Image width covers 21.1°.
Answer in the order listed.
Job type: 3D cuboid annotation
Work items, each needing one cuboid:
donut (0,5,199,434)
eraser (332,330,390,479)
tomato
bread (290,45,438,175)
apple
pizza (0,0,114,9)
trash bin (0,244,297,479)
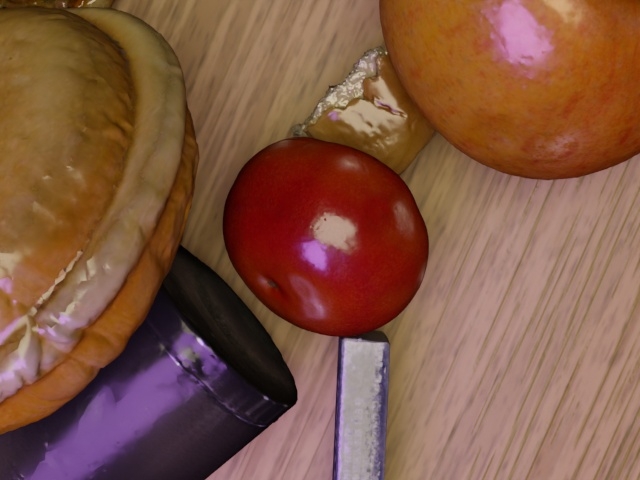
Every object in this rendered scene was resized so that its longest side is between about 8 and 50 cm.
[{"bbox_3d":[-0.291,-0.022,1.430,0.449,0.449,0.198,-45,130,3],"label":"donut"},{"bbox_3d":[0.035,0.189,1.579,0.046,0.092,0.212,2,94,-1],"label":"eraser"},{"bbox_3d":[0.000,0.000,1.518,0.195,0.195,0.136,44,60,-1],"label":"tomato"},{"bbox_3d":[0.048,-0.107,1.569,0.106,0.082,0.125,45,90,5],"label":"bread"},{"bbox_3d":[0.200,-0.207,1.453,0.299,0.275,0.299,4,74,-15],"label":"apple"},{"bbox_3d":[-0.233,-0.271,1.579,0.127,0.058,0.246,30,93,-1],"label":"pizza"},{"bbox_3d":[-0.196,0.162,1.516,0.301,0.252,0.203,-42,112,9],"label":"trash bin"}]
